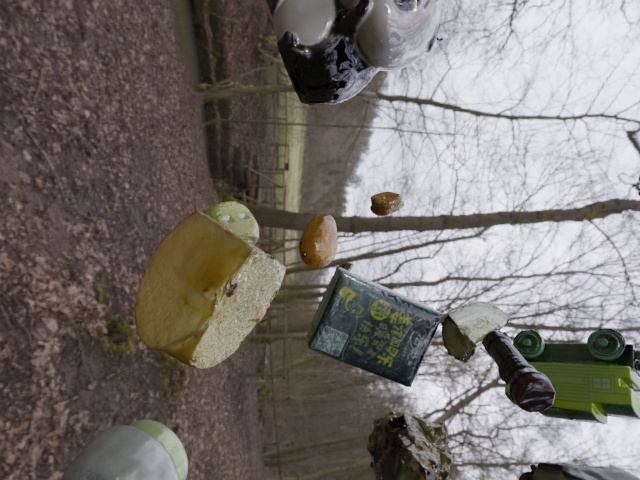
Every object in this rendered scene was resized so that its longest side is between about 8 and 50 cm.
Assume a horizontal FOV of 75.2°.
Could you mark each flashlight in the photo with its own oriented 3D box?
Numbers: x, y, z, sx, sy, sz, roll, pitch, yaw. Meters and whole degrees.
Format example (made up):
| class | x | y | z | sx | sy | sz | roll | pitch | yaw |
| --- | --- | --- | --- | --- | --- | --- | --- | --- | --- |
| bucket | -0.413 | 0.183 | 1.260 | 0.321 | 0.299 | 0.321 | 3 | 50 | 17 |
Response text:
| class | x | y | z | sx | sy | sz | roll | pitch | yaw |
| --- | --- | --- | --- | --- | --- | --- | --- | --- | --- |
| flashlight | 0.440 | 0.289 | 0.956 | 0.232 | 0.092 | 0.093 | -93 | -172 | -74 |

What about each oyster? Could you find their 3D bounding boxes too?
| class | x | y | z | sx | sy | sz | roll | pitch | yaw |
| --- | --- | --- | --- | --- | --- | --- | --- | --- | --- |
| oyster | 0.160 | 0.514 | 0.870 | 0.197 | 0.133 | 0.337 | -19 | -143 | 38 |

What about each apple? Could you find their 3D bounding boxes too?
| class | x | y | z | sx | sy | sz | roll | pitch | yaw |
| --- | --- | --- | --- | --- | --- | --- | --- | --- | --- |
| apple | -0.258 | 0.124 | 0.978 | 0.309 | 0.314 | 0.252 | -56 | -160 | -4 |

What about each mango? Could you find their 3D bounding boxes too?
| class | x | y | z | sx | sy | sz | roll | pitch | yaw |
| --- | --- | --- | --- | --- | --- | --- | --- | --- | --- |
| mango | 0.000 | 0.000 | 1.446 | 0.109 | 0.147 | 0.227 | -23 | -149 | 40 |

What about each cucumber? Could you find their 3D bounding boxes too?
| class | x | y | z | sx | sy | sz | roll | pitch | yaw |
| --- | --- | --- | --- | --- | --- | --- | --- | --- | --- |
| cucumber | 0.500 | 0.282 | 1.352 | 0.145 | 0.325 | 0.105 | 51 | -52 | 26 |

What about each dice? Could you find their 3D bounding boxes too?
| class | x | y | z | sx | sy | sz | roll | pitch | yaw |
| --- | --- | --- | --- | --- | --- | --- | --- | --- | --- |
| dice | -0.348 | -0.031 | 1.564 | 0.169 | 0.169 | 0.166 | 52 | -48 | 20 |

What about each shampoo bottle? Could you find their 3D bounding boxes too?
| class | x | y | z | sx | sy | sz | roll | pitch | yaw |
| --- | --- | --- | --- | --- | --- | --- | --- | --- | --- |
| shampoo bottle | -0.578 | 0.716 | 1.217 | 0.317 | 0.322 | 0.323 | -22 | 118 | -67 |

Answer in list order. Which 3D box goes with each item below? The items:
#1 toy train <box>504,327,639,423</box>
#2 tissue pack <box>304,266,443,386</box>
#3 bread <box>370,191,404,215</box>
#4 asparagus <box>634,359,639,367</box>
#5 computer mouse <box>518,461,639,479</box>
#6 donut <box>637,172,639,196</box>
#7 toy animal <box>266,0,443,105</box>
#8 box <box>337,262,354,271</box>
| class | x | y | z | sx | sy | sz | roll | pitch | yaw |
| --- | --- | --- | --- | --- | --- | --- | --- | --- | --- |
| toy train | 0.816 | 0.444 | 1.355 | 0.442 | 0.179 | 0.273 | -15 | -132 | 47 |
| tissue pack | 0.118 | 0.193 | 0.922 | 0.081 | 0.257 | 0.185 | -136 | -110 | -79 |
| bread | 0.160 | -0.090 | 1.017 | 0.083 | 0.080 | 0.046 | -44 | 129 | -55 |
| asparagus | 0.642 | 0.252 | 0.799 | 0.114 | 0.015 | 0.014 | -61 | 134 | -87 |
| computer mouse | 0.601 | 0.580 | 0.800 | 0.145 | 0.428 | 0.228 | -58 | 169 | -47 |
| donut | 0.652 | -0.036 | 0.552 | 0.143 | 0.382 | 0.383 | -58 | -169 | 13 |
| toy animal | 0.073 | -0.415 | 0.802 | 0.251 | 0.309 | 0.251 | -17 | 90 | -80 |
| box | 0.103 | 0.116 | 1.777 | 0.083 | 0.012 | 0.046 | 1 | -124 | 55 |
